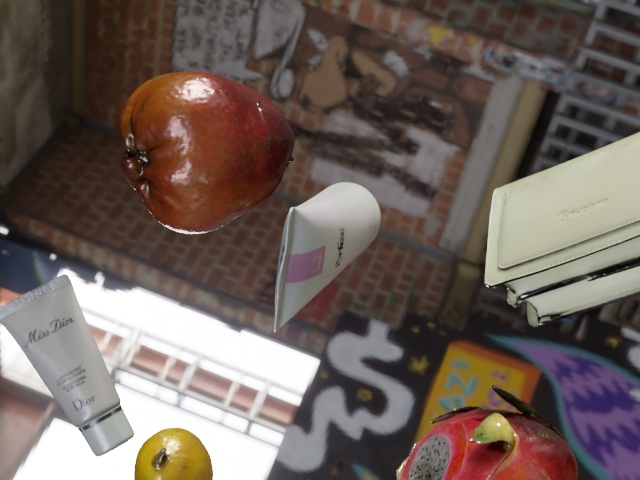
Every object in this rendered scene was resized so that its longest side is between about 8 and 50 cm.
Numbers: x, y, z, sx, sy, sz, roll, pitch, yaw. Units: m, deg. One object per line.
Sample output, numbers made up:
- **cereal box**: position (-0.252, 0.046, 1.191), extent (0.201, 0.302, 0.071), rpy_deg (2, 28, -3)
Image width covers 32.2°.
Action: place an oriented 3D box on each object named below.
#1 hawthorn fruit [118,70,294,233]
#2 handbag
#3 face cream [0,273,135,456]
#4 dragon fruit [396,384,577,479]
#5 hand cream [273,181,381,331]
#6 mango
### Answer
- **hawthorn fruit**: position (-0.142, -0.126, 1.511), extent (0.261, 0.224, 0.224), rpy_deg (-9, -50, -33)
- **handbag**: position (0.438, -0.035, 1.684), extent (0.358, 0.160, 0.236), rpy_deg (-23, 46, 36)
- **face cream**: position (-0.433, 0.226, 1.942), extent (0.143, 0.314, 0.089), rpy_deg (-29, -1, -4)
- **dragon fruit**: position (0.236, 0.374, 1.717), extent (0.290, 0.189, 0.290), rpy_deg (-44, 22, 24)
- **hand cream**: position (0.000, 0.000, 1.707), extent (0.359, 0.118, 0.185), rpy_deg (-43, -35, -67)
- **mango**: position (-0.244, 0.424, 1.876), extent (0.317, 0.119, 0.176), rpy_deg (89, -171, -48)
